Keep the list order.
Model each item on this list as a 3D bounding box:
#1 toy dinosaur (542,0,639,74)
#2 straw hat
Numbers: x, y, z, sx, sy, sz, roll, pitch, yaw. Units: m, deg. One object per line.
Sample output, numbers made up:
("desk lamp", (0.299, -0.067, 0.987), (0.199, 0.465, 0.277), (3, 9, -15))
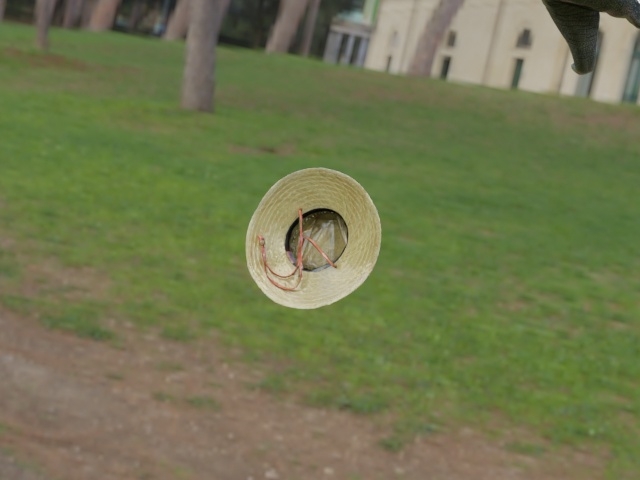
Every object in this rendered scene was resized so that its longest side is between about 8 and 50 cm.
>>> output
("toy dinosaur", (0.222, -0.231, 1.044), (0.160, 0.121, 0.313), (21, -11, 1))
("straw hat", (0.000, 0.000, 1.342), (0.144, 0.145, 0.061), (14, 1, 19))
